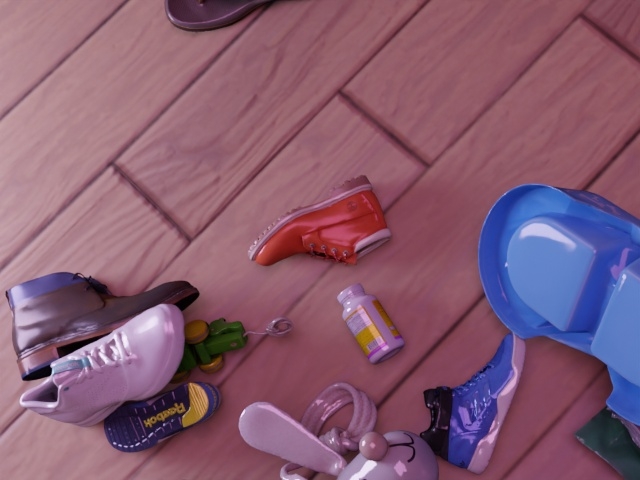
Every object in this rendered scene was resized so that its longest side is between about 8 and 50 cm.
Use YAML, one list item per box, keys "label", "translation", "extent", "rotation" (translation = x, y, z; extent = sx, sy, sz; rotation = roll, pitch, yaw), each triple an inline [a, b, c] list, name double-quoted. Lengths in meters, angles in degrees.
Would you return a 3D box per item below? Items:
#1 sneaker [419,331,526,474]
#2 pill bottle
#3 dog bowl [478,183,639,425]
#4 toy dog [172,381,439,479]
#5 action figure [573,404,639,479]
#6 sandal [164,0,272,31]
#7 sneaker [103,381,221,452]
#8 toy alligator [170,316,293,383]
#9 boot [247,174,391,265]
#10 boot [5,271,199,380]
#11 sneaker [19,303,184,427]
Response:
- label: "sneaker"
  translation: [0.153, 0.157, 1.073]
  extent: [0.085, 0.058, 0.152]
  rotation: [21, 86, 4]
- label: "pill bottle"
  translation: [0.052, 0.088, 1.113]
  extent: [0.043, 0.043, 0.083]
  rotation: [-32, 73, -1]
- label: "dog bowl"
  translation: [0.284, 0.053, 1.007]
  extent: [0.297, 0.074, 0.165]
  rotation: [39, 128, 39]
- label: "toy dog"
  translation: [-0.072, 0.248, 0.987]
  extent: [0.334, 0.161, 0.220]
  rotation: [-40, 37, -3]
- label: "action figure"
  translation: [0.381, 0.239, 1.021]
  extent: [0.137, 0.063, 0.232]
  rotation: [-39, 77, -6]
- label: "sandal"
  translation: [-0.082, -0.311, 1.225]
  extent: [0.219, 0.060, 0.090]
  rotation: [-10, 74, 5]
- label: "sneaker"
  translation: [-0.169, 0.190, 1.118]
  extent: [0.144, 0.059, 0.053]
  rotation: [-21, 85, 23]
- label: "toy alligator"
  translation: [-0.122, 0.107, 1.132]
  extent: [0.190, 0.056, 0.051]
  rotation: [-18, 34, 3]
- label: "boot"
  translation: [0.000, 0.000, 1.138]
  extent: [0.158, 0.059, 0.084]
  rotation: [-28, 79, -1]
- label: "boot"
  translation: [-0.248, 0.065, 1.143]
  extent: [0.219, 0.082, 0.106]
  rotation: [-24, 76, 4]
- label: "sneaker"
  translation: [-0.228, 0.133, 1.069]
  extent: [0.212, 0.094, 0.080]
  rotation: [-39, 54, 29]
